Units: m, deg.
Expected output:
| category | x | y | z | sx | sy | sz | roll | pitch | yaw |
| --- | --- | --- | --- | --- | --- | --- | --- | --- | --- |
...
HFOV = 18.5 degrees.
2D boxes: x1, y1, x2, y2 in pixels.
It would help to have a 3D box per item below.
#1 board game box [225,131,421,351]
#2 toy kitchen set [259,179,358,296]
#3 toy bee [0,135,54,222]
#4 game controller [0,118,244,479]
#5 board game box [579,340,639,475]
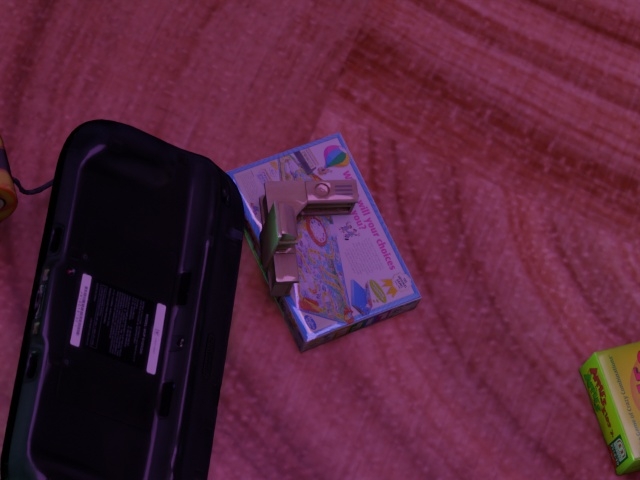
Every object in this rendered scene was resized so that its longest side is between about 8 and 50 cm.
| category | x | y | z | sx | sy | sz | roll | pitch | yaw |
| --- | --- | --- | --- | --- | --- | --- | --- | --- | --- |
| board game box | 0.000 | 0.000 | 1.554 | 0.103 | 0.026 | 0.154 | -20 | 73 | -18 |
| toy kitchen set | -0.004 | -0.009 | 1.503 | 0.075 | 0.068 | 0.083 | -2 | 68 | -12 |
| toy bee | -0.292 | -0.045 | 1.442 | 0.298 | 0.162 | 0.195 | -33 | 75 | -22 |
| game controller | -0.141 | 0.070 | 1.444 | 0.166 | 0.067 | 0.319 | 20 | 65 | -29 |
| board game box | 0.307 | 0.117 | 1.556 | 0.181 | 0.043 | 0.092 | -12 | 70 | -16 |
